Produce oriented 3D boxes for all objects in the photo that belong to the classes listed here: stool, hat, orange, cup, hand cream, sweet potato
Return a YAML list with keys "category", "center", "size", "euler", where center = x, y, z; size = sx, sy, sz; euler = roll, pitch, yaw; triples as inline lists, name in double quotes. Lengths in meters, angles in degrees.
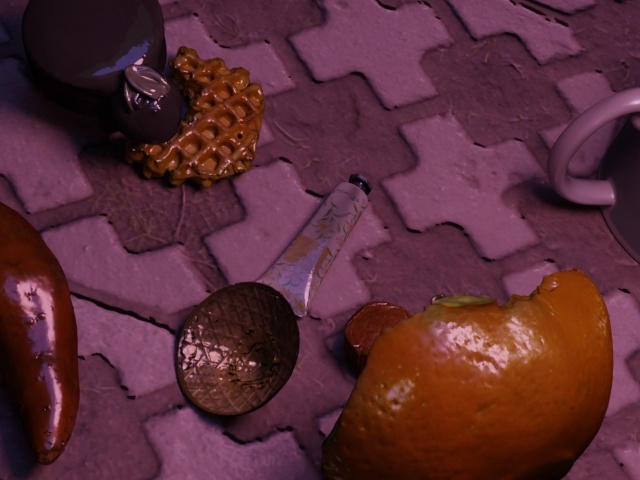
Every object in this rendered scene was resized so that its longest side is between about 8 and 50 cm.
- category: "stool"
  center: [-0.242, -0.189, 1.783]
  size: [0.153, 0.139, 0.228]
  euler: [-12, 65, -8]
- category: "hat"
  center: [-0.072, 0.121, 1.685]
  size: [0.146, 0.067, 0.146]
  euler: [-11, 65, 24]
- category: "orange"
  center: [0.157, 0.157, 1.587]
  size: [0.334, 0.262, 0.196]
  euler: [-7, 42, -33]
- category: "cup"
  center: [0.445, -0.117, 1.874]
  size: [0.356, 0.274, 0.259]
  euler: [1, 55, -17]
- category: "hand cream"
  center: [0.000, 0.000, 1.801]
  size: [0.067, 0.042, 0.194]
  euler: [32, 57, 4]
- category: "sweet potato"
  center: [-0.309, 0.055, 1.626]
  size: [0.112, 0.112, 0.359]
  euler: [-19, 60, -27]

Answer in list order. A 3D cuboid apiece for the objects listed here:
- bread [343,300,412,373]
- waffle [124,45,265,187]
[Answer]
- category: "bread"
  center: [0.064, 0.110, 1.736]
  size: [0.085, 0.053, 0.085]
  euler: [2, 51, -2]
- category: "waffle"
  center: [-0.139, -0.141, 1.850]
  size: [0.149, 0.051, 0.194]
  euler: [15, 53, -9]
